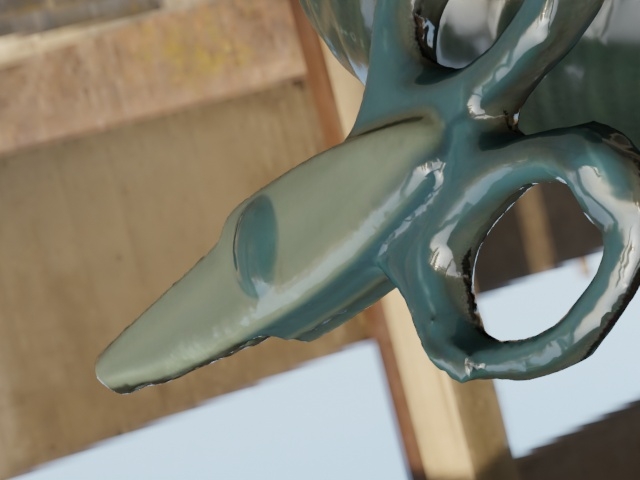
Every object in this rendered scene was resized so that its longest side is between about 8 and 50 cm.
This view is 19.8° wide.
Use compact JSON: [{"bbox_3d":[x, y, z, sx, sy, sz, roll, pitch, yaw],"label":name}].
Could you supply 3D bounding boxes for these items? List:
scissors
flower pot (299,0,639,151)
[{"bbox_3d":[0.000,0.000,0.553,0.041,0.138,0.289,2,160,-33],"label":"scissors"},{"bbox_3d":[0.085,-0.126,0.701,0.189,0.157,0.243,-40,-134,-15],"label":"flower pot"}]
